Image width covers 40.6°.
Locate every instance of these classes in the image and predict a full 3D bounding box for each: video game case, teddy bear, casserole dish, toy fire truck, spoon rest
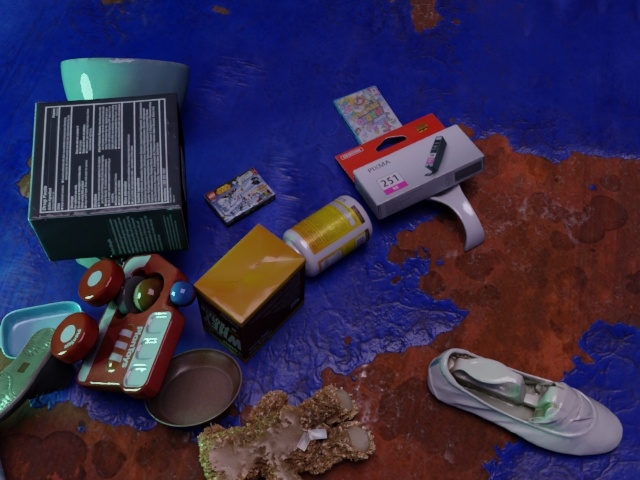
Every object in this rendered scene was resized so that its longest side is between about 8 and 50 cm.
[{"bbox_3d":[0.120,-0.303,2.132,0.119,0.015,0.166,-22,62,-14],"label":"video game case"},{"bbox_3d":[-0.064,0.395,1.662,0.338,0.113,0.245,-31,67,-26],"label":"teddy bear"},{"bbox_3d":[-0.577,0.192,1.806,0.188,0.037,0.114,-10,59,-8],"label":"casserole dish"},{"bbox_3d":[-0.356,0.163,1.688,0.254,0.169,0.302,-4,54,36],"label":"toy fire truck"},{"bbox_3d":[0.278,-0.106,1.976,0.137,0.084,0.276,-29,64,-17],"label":"spoon rest"}]

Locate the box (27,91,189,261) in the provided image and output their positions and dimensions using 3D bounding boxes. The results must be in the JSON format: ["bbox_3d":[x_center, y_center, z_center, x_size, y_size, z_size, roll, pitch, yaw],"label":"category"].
[{"bbox_3d":[-0.430,-0.132,1.790,0.294,0.182,0.296,-4,60,-5],"label":"box"}]

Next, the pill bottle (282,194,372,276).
[{"bbox_3d":[0.000,0.000,1.886,0.215,0.117,0.117,-33,65,-19],"label":"pill bottle"}]

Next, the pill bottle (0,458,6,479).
[{"bbox_3d":[-0.686,0.386,1.622,0.146,0.146,0.264,-20,60,-13],"label":"pill bottle"}]

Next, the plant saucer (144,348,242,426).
[{"bbox_3d":[-0.250,0.299,1.719,0.199,0.036,0.198,-7,39,6],"label":"plant saucer"}]

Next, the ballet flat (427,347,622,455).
[{"bbox_3d":[0.405,0.312,1.698,0.400,0.139,0.139,19,60,10],"label":"ballet flat"}]

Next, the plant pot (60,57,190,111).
[{"bbox_3d":[-0.449,-0.307,1.999,0.290,0.290,0.195,1,95,-1],"label":"plant pot"}]

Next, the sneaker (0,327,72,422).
[{"bbox_3d":[-0.562,0.289,1.684,0.083,0.118,0.222,13,50,27],"label":"sneaker"}]

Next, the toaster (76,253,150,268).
[{"bbox_3d":[-0.451,-0.011,1.888,0.186,0.110,0.168,25,60,13],"label":"toaster"}]

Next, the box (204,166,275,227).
[{"bbox_3d":[-0.186,-0.100,1.995,0.137,0.027,0.094,-31,66,-19],"label":"box"}]

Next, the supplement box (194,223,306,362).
[{"bbox_3d":[-0.140,0.111,1.771,0.129,0.194,0.191,36,65,19],"label":"supplement box"}]

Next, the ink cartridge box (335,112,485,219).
[{"bbox_3d":[0.199,-0.193,1.988,0.275,0.060,0.239,-25,51,-9],"label":"ink cartridge box"}]
